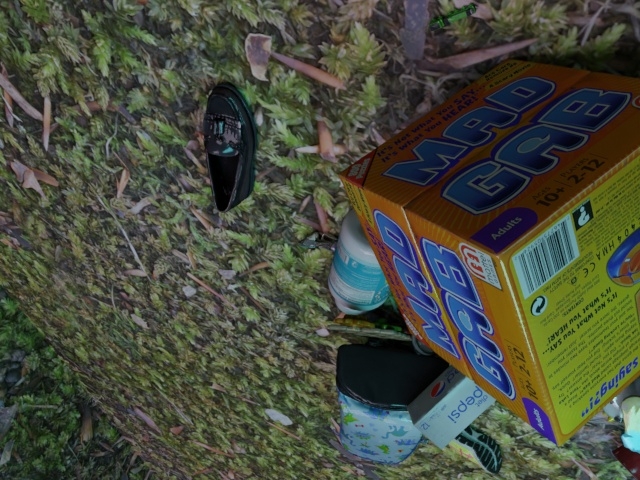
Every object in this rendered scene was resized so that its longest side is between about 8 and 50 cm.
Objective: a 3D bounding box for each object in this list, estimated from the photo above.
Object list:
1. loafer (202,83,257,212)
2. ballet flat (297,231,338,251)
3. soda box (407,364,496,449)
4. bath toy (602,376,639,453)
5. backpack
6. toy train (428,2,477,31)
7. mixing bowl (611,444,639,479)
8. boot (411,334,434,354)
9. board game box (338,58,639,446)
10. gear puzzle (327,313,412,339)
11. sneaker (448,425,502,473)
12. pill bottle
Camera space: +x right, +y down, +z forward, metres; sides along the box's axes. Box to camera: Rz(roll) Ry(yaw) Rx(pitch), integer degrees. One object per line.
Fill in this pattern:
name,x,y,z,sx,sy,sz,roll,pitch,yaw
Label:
loafer,-0.200,-0.187,1.426,0.109,0.095,0.303,17,138,16
ballet flat,0.000,0.000,1.541,0.114,0.041,0.041,10,135,24
soda box,0.335,0.333,1.498,0.098,0.091,0.286,42,98,-13
bath toy,0.569,0.269,1.225,0.151,0.348,0.129,19,101,8
backpack,0.165,0.432,1.727,0.290,0.274,0.355,9,158,1
toy train,0.210,-0.356,1.053,0.083,0.024,0.017,-11,124,39
mixing bowl,0.769,0.510,1.493,0.181,0.181,0.098,37,98,-7
boot,0.316,0.176,1.481,0.228,0.091,0.263,-2,137,23
board game box,0.313,-0.007,0.983,0.356,0.356,0.356,35,156,55
gear puzzle,0.112,0.195,1.528,0.175,0.044,0.339,2,169,24
sneaker,0.414,0.571,1.831,0.208,0.081,0.094,43,146,-3
pill bottle,0.097,0.056,1.446,0.146,0.146,0.264,24,140,9
